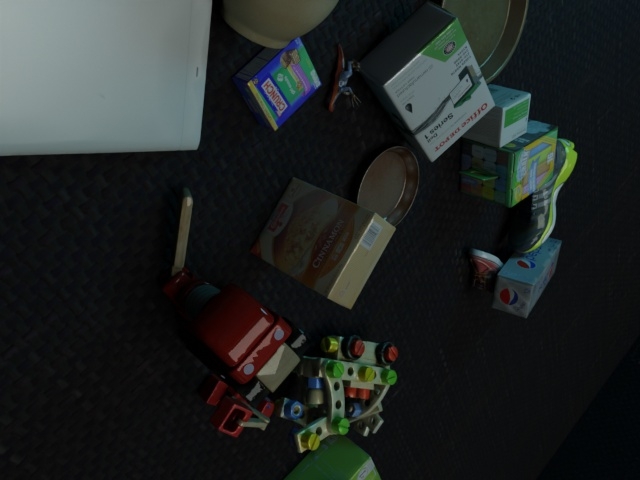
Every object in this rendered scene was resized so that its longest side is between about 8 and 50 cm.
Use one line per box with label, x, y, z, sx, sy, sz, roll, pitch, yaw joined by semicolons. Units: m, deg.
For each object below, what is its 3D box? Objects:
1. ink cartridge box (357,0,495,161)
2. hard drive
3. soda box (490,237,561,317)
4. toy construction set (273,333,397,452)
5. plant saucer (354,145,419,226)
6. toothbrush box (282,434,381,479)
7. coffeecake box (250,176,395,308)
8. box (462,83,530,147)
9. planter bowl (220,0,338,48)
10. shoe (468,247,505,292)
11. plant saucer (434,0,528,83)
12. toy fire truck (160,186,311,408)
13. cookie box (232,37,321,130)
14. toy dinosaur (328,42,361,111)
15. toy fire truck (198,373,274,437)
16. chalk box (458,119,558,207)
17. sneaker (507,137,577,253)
ink cartridge box;0.186;-0.263;1.046;0.160;0.092;0.219;-43;138;5
hard drive;-0.269;-0.199;0.687;0.308;0.040;0.202;-10;117;-43
soda box;0.523;0.082;1.547;0.286;0.091;0.098;-35;134;-50
toy construction set;0.053;0.295;1.190;0.328;0.151;0.214;27;66;-56
plant saucer;0.119;-0.096;1.143;0.168;0.029;0.168;-24;127;-36
toothbrush box;-0.003;0.580;1.308;0.283;0.122;0.206;-40;134;-22
coffeecake box;0.000;0.000;0.953;0.068;0.186;0.142;32;86;-49
box;0.351;-0.253;1.239;0.101;0.102;0.087;-30;132;-33
planter bowl;-0.061;-0.313;0.767;0.162;0.162;0.109;-5;142;-44
shoe;0.397;0.078;1.489;0.178;0.064;0.081;27;85;-53
plant saucer;0.295;-0.424;1.140;0.278;0.041;0.277;-23;125;-37
toy fire truck;-0.145;0.073;0.841;0.158;0.217;0.246;-48;122;-16
cookie box;-0.060;-0.228;0.881;0.107;0.040;0.091;-48;137;-15
toy dinosaur;0.029;-0.250;0.978;0.090;0.047;0.082;43;86;-14
toy fire truck;-0.127;0.276;1.008;0.192;0.135;0.047;37;83;-48
chalk box;0.383;-0.162;1.298;0.213;0.132;0.132;-29;129;-31
sneaker;0.513;-0.116;1.492;0.121;0.111;0.299;11;97;-37
